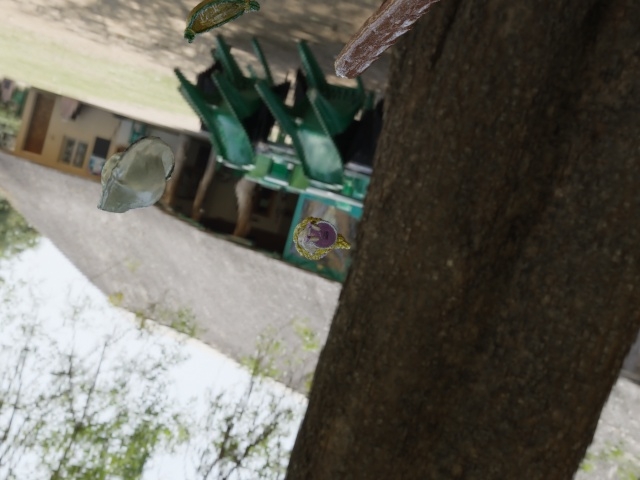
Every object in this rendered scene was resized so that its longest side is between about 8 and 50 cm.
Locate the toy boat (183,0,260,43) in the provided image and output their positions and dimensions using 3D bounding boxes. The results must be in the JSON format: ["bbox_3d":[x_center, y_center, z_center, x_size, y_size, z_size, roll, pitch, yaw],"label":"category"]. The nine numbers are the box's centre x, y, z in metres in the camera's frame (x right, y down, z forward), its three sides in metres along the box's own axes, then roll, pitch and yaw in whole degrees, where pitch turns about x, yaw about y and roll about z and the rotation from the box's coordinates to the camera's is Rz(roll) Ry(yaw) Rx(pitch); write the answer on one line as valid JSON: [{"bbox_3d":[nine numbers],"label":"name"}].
[{"bbox_3d":[-0.283,-0.623,2.171,0.088,0.229,0.089,60,177,28],"label":"toy boat"}]

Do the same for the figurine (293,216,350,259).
[{"bbox_3d":[0.000,0.000,1.781,0.115,0.095,0.156,23,164,-16],"label":"figurine"}]

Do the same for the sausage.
[{"bbox_3d":[0.154,-0.477,1.708,0.088,0.088,0.433,14,154,-27],"label":"sausage"}]

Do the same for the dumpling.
[{"bbox_3d":[-0.442,-0.167,1.869,0.142,0.172,0.247,31,-136,17],"label":"dumpling"}]
